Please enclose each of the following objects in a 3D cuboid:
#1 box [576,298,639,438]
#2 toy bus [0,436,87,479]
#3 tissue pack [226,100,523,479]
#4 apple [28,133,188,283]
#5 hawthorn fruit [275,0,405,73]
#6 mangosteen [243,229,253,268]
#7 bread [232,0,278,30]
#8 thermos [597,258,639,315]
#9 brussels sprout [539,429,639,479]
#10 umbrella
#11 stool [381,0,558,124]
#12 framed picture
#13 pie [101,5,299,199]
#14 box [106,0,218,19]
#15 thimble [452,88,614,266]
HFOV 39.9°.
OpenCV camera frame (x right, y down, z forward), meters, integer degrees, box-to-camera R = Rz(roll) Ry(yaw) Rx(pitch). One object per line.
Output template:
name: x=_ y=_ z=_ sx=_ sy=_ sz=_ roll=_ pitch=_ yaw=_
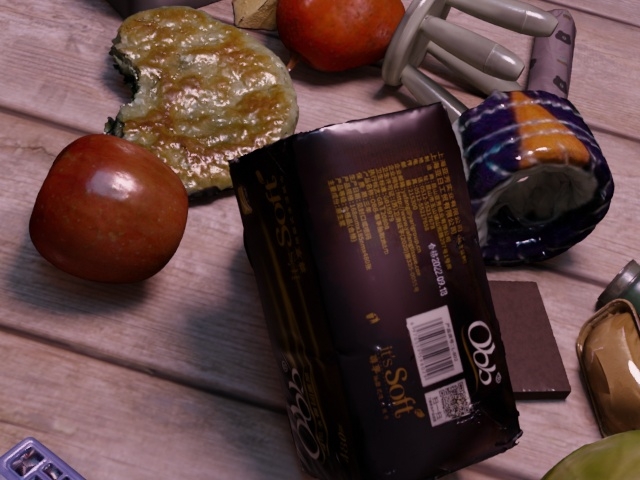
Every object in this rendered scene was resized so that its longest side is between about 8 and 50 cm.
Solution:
box: x=0.374 y=0.161 z=1.074 sx=0.111 sy=0.111 sz=0.177 roll=2 pitch=50 yaw=-11
toy bus: x=-0.202 y=0.317 z=0.799 sx=0.292 sy=0.125 sz=0.133 roll=33 pitch=51 yaw=17
tissue pack: x=0.061 y=0.063 z=0.919 sx=0.210 sy=0.198 sz=0.370 roll=-13 pitch=92 yaw=-28
apple: x=-0.254 y=-0.036 z=1.055 sx=0.168 sy=0.181 sz=0.181 roll=23 pitch=45 yaw=-23
hawthorn fruit: x=0.013 y=-0.338 z=1.380 sx=0.196 sy=0.196 sz=0.225 roll=38 pitch=78 yaw=19
mangosteen: x=-0.006 y=-0.006 z=1.100 sx=0.184 sy=0.172 sz=0.172 roll=-15 pitch=54 yaw=-42
bread: x=-0.096 y=-0.403 z=1.440 sx=0.080 sy=0.109 sz=0.084 roll=4 pitch=54 yaw=-13
thermos: x=0.460 y=0.114 z=1.158 sx=0.073 sy=0.083 sz=0.187 roll=-42 pitch=69 yaw=-13
brussels sprout: x=0.313 y=0.329 z=0.809 sx=0.354 sy=0.281 sz=0.289 roll=-32 pitch=93 yaw=-11
umbrella: x=0.379 y=-0.268 z=1.454 sx=0.073 sy=0.067 sz=0.337 roll=48 pitch=42 yaw=-28
stool: x=0.221 y=-0.282 z=1.355 sx=0.198 sy=0.195 sz=0.195 roll=35 pitch=51 yaw=11
framed picture: x=0.235 y=0.124 z=1.124 sx=0.128 sy=0.023 sz=0.168 roll=2 pitch=50 yaw=-12
pie: x=-0.177 y=-0.205 z=1.275 sx=0.296 sy=0.078 sz=0.371 roll=3 pitch=51 yaw=-9
box: x=-0.252 y=-0.458 z=1.432 sx=0.243 sy=0.135 sz=0.163 roll=-30 pitch=61 yaw=-31
thimble: x=0.260 y=-0.075 z=1.177 sx=0.237 sy=0.237 sz=0.150 roll=-1 pitch=46 yaw=-13
